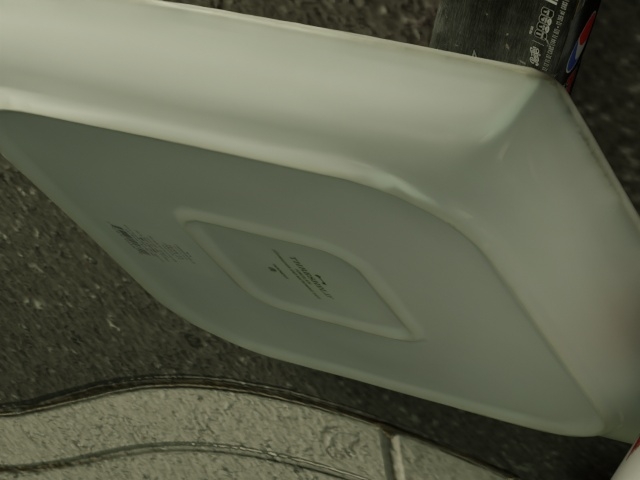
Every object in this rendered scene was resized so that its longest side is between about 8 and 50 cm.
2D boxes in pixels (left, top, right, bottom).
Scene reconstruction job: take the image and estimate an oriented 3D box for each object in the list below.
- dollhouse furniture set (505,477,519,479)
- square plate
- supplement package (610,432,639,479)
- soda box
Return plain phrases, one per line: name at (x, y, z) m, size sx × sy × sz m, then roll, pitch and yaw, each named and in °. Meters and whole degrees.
dollhouse furniture set at (0.196, 0.136, 0.986) m, size 0.182 × 0.161 × 0.101 m, roll -11°, pitch 102°, yaw 15°
square plate at (0.000, 0.000, 0.916) m, size 0.344 × 0.049 × 0.347 m, roll 12°, pitch 159°, yaw 31°
supplement package at (0.203, 0.128, 0.785) m, size 0.175 × 0.177 × 0.293 m, roll 31°, pitch 116°, yaw 7°
soda box at (0.079, -0.078, 0.846) m, size 0.060 × 0.053 × 0.169 m, roll 27°, pitch 145°, yaw 11°
